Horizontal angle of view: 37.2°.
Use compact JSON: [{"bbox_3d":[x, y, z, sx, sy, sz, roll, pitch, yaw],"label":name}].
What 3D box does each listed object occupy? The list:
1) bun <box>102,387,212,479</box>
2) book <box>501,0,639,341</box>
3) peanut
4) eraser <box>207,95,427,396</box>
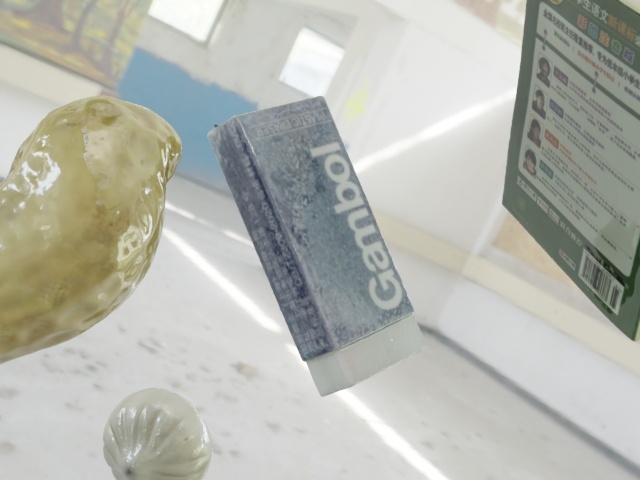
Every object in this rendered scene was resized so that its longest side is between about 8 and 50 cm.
[{"bbox_3d":[-0.202,0.250,1.125,0.138,0.138,0.094,26,20,11],"label":"bun"},{"bbox_3d":[0.216,-0.077,0.748,0.027,0.264,0.202,-17,43,-16],"label":"book"},{"bbox_3d":[-0.161,0.012,0.466,0.098,0.229,0.103,18,-44,61],"label":"peanut"},{"bbox_3d":[0.000,0.000,0.708,0.091,0.213,0.046,-21,-4,-40],"label":"eraser"}]
